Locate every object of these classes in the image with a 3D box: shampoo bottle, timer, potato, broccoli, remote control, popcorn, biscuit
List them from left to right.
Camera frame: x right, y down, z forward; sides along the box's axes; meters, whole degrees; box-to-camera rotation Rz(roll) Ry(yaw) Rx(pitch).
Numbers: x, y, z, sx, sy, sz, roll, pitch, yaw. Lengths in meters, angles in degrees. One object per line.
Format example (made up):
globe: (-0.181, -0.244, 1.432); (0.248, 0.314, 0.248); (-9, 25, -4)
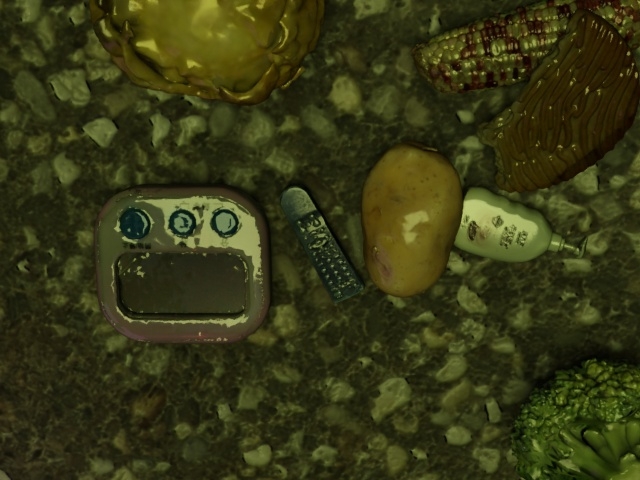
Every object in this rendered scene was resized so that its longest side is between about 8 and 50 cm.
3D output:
timer: (-0.161, 0.027, 1.408); (0.209, 0.069, 0.190); (0, 104, 5)
popcorn: (-0.116, -0.261, 1.273); (0.250, 0.190, 0.250); (0, 101, 0)
remote control: (0.000, 0.001, 1.406); (0.044, 0.027, 0.152); (-27, 101, 6)
potato: (0.099, -0.021, 1.343); (0.119, 0.109, 0.178); (15, 109, 23)
shampoo bottle: (0.230, -0.007, 1.368); (0.152, 0.045, 0.077); (17, 105, 1)
biscuit: (0.256, -0.145, 1.286); (0.176, 0.031, 0.228); (-8, 134, 4)
broccoli: (0.335, 0.238, 1.352); (0.198, 0.176, 0.226); (-44, 81, 19)

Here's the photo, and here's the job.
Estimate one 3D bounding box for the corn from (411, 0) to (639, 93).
corn: (0.227, -0.215, 1.297); (0.254, 0.086, 0.086); (-14, 102, 10)
